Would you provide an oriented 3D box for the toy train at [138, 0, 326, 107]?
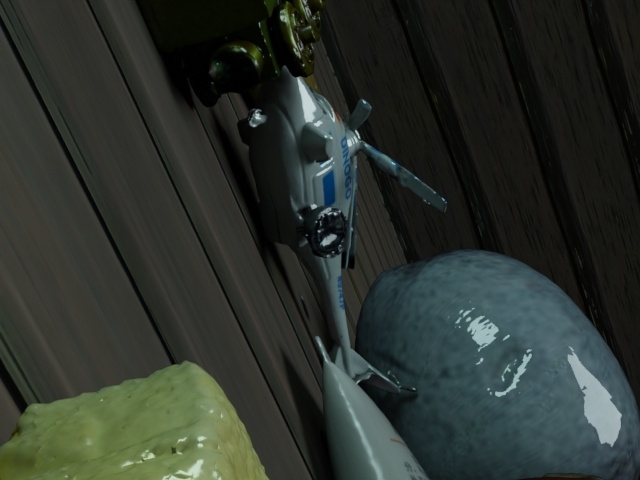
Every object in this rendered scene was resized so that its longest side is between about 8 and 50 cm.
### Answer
[{"bbox_3d":[-0.056,-0.179,0.921,0.225,0.090,0.137,-83,154,-60],"label":"toy train"}]

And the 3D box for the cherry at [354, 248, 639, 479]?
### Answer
[{"bbox_3d":[0.144,0.146,1.190,0.296,0.218,0.255,64,-7,7],"label":"cherry"}]

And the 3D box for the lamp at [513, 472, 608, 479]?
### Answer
[{"bbox_3d":[0.147,0.235,0.620,0.303,0.257,0.303,31,-11,7],"label":"lamp"}]

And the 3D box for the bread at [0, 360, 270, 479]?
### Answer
[{"bbox_3d":[-0.024,0.138,0.338,0.125,0.068,0.188,-93,163,-72],"label":"bread"}]

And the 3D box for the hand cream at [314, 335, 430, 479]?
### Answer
[{"bbox_3d":[0.062,0.204,0.871,0.140,0.089,0.314,65,3,-51],"label":"hand cream"}]

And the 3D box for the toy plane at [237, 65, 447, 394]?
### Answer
[{"bbox_3d":[-0.008,-0.001,1.042,0.182,0.107,0.273,30,-47,27],"label":"toy plane"}]

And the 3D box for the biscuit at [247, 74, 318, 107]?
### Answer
[{"bbox_3d":[-0.073,-0.235,1.192,0.291,0.062,0.237,64,9,-57],"label":"biscuit"}]
